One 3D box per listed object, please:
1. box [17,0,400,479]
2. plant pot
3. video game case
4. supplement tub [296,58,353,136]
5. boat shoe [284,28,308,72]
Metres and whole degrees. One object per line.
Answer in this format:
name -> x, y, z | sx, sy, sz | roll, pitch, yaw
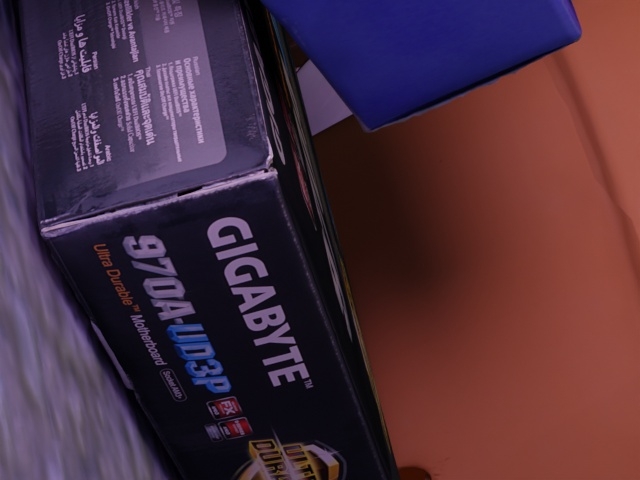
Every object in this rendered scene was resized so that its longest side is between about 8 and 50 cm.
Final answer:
box -> -0.033, -0.038, 0.436 | 0.175, 0.051, 0.220 | 71, 4, -51
plant pot -> 0.077, 0.048, 0.649 | 0.291, 0.203, 0.291 | -15, 90, -88
video game case -> -0.045, -0.186, 0.321 | 0.269, 0.061, 0.244 | 45, 25, -55
supplement tub -> 0.123, -0.024, 0.957 | 0.316, 0.193, 0.193 | 5, 67, -56
boat shoe -> -0.024, -0.237, 1.221 | 0.123, 0.123, 0.342 | -94, 162, -73
